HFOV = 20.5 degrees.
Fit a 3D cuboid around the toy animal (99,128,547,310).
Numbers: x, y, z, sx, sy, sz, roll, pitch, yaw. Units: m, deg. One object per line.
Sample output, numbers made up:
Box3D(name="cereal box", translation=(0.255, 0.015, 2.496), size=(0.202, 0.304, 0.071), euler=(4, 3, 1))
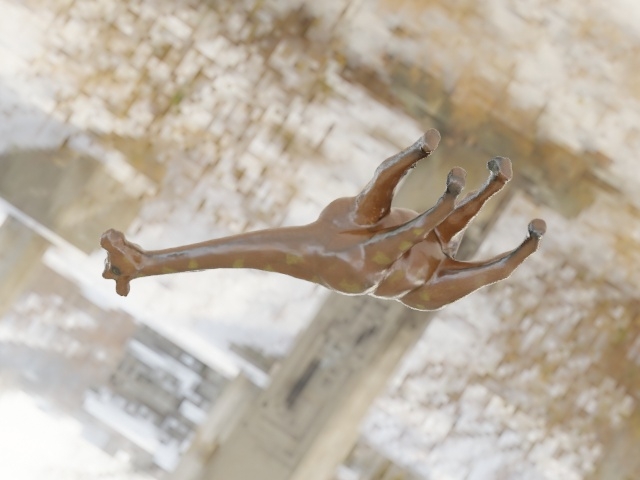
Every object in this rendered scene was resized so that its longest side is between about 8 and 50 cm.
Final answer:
Box3D(name="toy animal", translation=(0.000, 0.000, 1.129), size=(0.224, 0.066, 0.229), euler=(24, 139, -36))
